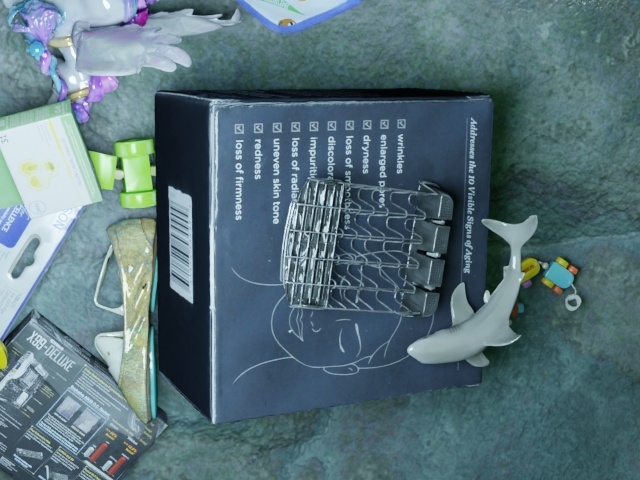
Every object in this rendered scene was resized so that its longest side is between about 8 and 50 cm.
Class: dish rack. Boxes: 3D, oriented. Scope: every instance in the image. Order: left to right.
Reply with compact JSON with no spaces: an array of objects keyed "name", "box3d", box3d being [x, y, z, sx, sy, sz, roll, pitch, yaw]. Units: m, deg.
[{"name":"dish rack","box3d":[0.065,0.010,1.552,0.271,0.074,0.208,5,97,-26]}]

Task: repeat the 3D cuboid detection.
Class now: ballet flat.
[{"name":"ballet flat","box3d":[-0.327,0.134,1.818,0.123,0.123,0.349,2,88,-11]}]

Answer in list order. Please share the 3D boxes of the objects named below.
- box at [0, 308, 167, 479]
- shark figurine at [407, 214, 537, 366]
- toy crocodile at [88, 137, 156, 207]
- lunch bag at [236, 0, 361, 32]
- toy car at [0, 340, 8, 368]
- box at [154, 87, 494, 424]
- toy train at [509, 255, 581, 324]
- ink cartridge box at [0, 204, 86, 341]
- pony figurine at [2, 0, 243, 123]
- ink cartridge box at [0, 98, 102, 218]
[{"name":"box","box3d":[-0.459,0.308,1.859,0.307,0.076,0.242,41,91,-15]},{"name":"shark figurine","box3d":[0.277,0.105,1.655,0.166,0.116,0.278,38,84,-29]},{"name":"toy crocodile","box3d":[-0.242,-0.128,1.810,0.340,0.105,0.115,-8,103,-13]},{"name":"lunch bag","box3d":[-0.104,-0.489,1.580,0.328,0.385,0.239,40,93,-30]},{"name":"toy car","box3d":[-0.651,0.187,1.785,0.239,0.053,0.225,31,122,-11]},{"name":"box","box3d":[0.000,0.000,1.717,0.471,0.297,0.480,-4,102,-24]},{"name":"toy train","box3d":[0.395,0.087,1.988,0.166,0.046,0.125,-5,103,-6]},{"name":"ink cartridge box","box3d":[-0.588,-0.033,1.778,0.307,0.072,0.304,32,92,-16]},{"name":"pony figurine","box3d":[-0.340,-0.365,1.679,0.350,0.303,0.364,-7,108,24]},{"name":"ink cartridge box","box3d":[-0.479,-0.113,1.680,0.235,0.056,0.171,-15,128,-4]}]
